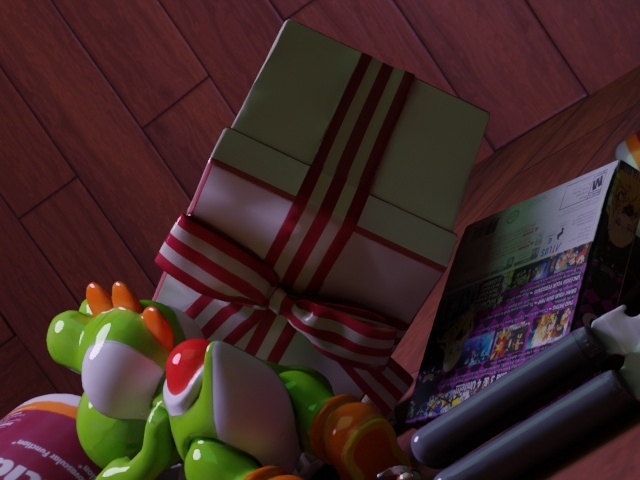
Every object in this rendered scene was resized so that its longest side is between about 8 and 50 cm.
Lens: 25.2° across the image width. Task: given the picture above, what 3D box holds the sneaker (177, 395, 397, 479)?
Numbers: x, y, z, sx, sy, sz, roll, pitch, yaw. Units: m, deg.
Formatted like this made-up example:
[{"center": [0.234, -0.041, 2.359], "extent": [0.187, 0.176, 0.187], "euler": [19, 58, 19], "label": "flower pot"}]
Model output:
[{"center": [-0.022, 0.191, 1.389], "extent": [0.169, 0.108, 0.292], "euler": [-36, 3, 22], "label": "sneaker"}]

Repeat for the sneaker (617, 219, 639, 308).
[{"center": [0.202, 0.049, 1.342], "extent": [0.108, 0.100, 0.271], "euler": [-45, 10, -37], "label": "sneaker"}]

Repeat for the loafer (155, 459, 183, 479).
[{"center": [-0.141, 0.224, 1.469], "extent": [0.094, 0.087, 0.251], "euler": [-8, -5, 29], "label": "loafer"}]

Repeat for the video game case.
[{"center": [0.173, 0.056, 1.229], "extent": [0.232, 0.042, 0.210], "euler": [-27, 38, 58], "label": "video game case"}]

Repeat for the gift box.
[{"center": [0.000, 0.000, 1.348], "extent": [0.276, 0.255, 0.258], "euler": [111, -179, -45], "label": "gift box"}]

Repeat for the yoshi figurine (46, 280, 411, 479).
[{"center": [-0.100, 0.171, 1.250], "extent": [0.203, 0.362, 0.203], "euler": [17, -83, -50], "label": "yoshi figurine"}]

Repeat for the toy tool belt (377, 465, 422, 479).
[{"center": [0.049, 0.214, 1.087], "extent": [0.083, 0.052, 0.051], "euler": [-37, 42, 16], "label": "toy tool belt"}]

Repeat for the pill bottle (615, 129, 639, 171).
[{"center": [0.390, -0.093, 1.294], "extent": [0.221, 0.121, 0.121], "euler": [-33, 5, 16], "label": "pill bottle"}]

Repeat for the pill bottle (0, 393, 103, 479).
[{"center": [-0.341, 0.335, 1.445], "extent": [0.224, 0.224, 0.392], "euler": [-32, 6, 32], "label": "pill bottle"}]

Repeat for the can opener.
[{"center": [0.200, 0.106, 1.042], "extent": [0.280, 0.074, 0.093], "euler": [-32, -29, 8], "label": "can opener"}]
